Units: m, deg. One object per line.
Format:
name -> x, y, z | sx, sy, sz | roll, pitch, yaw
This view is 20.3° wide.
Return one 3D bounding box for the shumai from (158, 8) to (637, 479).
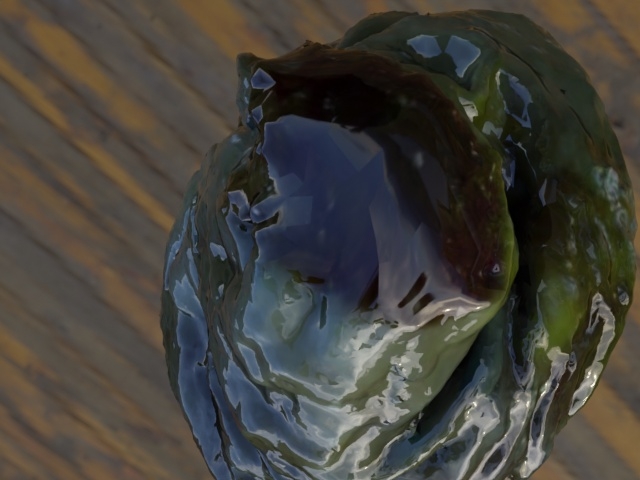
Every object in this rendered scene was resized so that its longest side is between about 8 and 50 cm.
shumai -> 0.000, 0.000, 0.951 | 0.304, 0.309, 0.263 | -11, 163, 20
